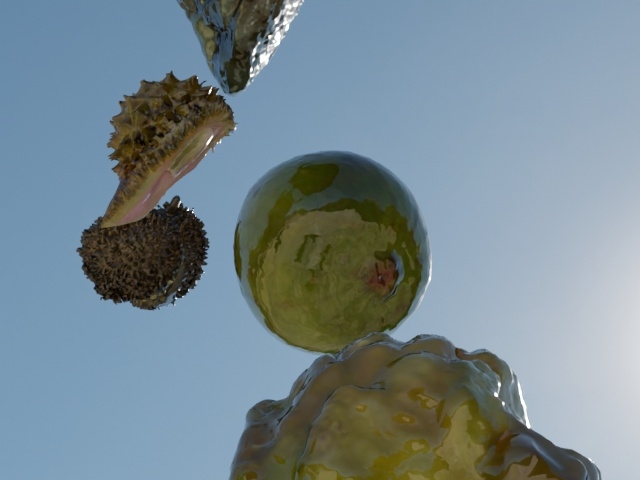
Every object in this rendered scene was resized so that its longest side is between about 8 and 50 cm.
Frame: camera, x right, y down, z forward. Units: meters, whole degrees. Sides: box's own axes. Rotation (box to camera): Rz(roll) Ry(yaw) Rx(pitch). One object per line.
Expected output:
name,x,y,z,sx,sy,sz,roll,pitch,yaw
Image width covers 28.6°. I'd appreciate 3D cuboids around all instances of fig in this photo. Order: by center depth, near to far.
fig,0.000,0.000,1.636,0.258,0.326,0.258,-9,-66,-20

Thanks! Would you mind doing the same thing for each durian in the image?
durian,-0.200,-0.111,1.505,0.140,0.224,0.078,30,-13,0
durian,-0.259,0.010,1.882,0.167,0.196,0.196,42,-42,18

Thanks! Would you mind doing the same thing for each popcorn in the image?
popcorn,0.045,0.131,0.522,0.155,0.197,0.197,-10,-46,-2

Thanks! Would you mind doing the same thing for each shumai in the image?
shumai,-0.138,-0.366,1.578,0.263,0.304,0.309,30,-10,-2
